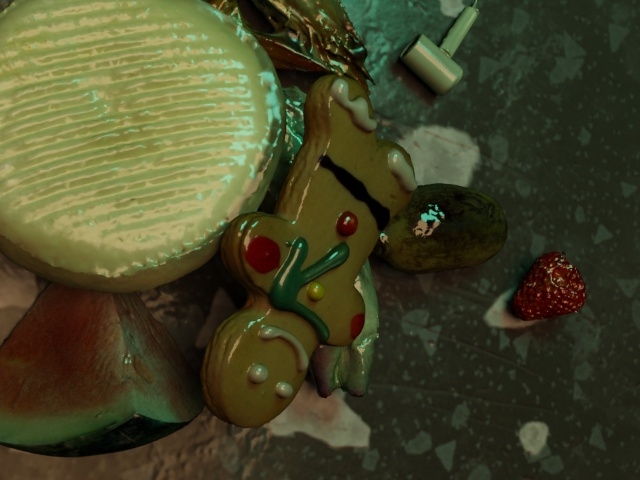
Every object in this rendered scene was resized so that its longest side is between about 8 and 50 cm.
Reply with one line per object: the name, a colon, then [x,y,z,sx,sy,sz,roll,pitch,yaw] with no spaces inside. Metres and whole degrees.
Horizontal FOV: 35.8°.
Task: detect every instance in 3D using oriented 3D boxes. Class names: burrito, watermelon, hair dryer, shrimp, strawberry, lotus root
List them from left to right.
watermelon: [-0.211,0.120,0.874,0.207,0.136,0.202,-3,45,3]
shrimp: [-0.050,-0.227,0.965,0.267,0.061,0.145,41,80,-17]
burrito: [-0.002,0.001,0.959,0.096,0.066,0.309,-15,90,-18]
lotus root: [0.123,-0.013,1.002,0.179,0.080,0.089,-5,88,-31]
hair dryer: [0.138,-0.219,1.058,0.063,0.038,0.124,39,66,-15]
strawberry: [0.244,0.057,1.059,0.083,0.073,0.073,-44,102,-6]

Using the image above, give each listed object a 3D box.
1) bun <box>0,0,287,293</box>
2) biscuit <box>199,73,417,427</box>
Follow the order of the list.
bun: [-0.175,-0.086,0.853,0.287,0.146,0.287,5,72,-15]
biscuit: [-0.006,0.023,0.851,0.197,0.049,0.301,42,71,-44]
